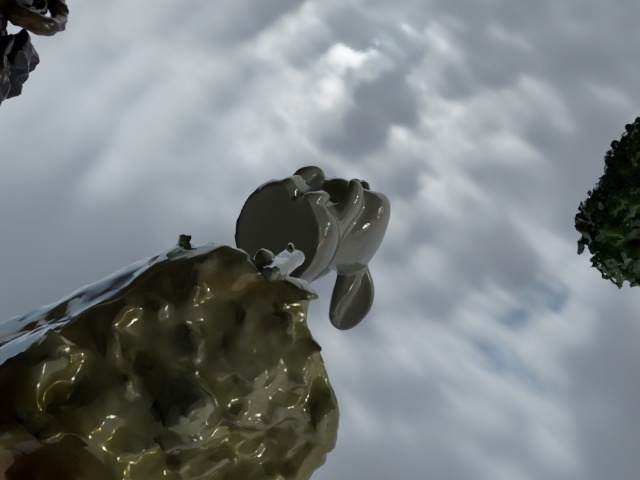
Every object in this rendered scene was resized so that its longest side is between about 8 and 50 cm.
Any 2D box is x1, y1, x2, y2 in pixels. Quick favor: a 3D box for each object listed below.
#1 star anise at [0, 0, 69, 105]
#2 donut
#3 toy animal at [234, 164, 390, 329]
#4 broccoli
[{"bbox_3d":[-0.273,-0.193,0.886,0.125,0.190,0.220,11,-101,13],"label":"star anise"},{"bbox_3d":[-0.161,0.149,0.483,0.307,0.150,0.371,-20,-164,28],"label":"donut"},{"bbox_3d":[-0.007,0.004,1.288,0.127,0.193,0.179,24,-84,28],"label":"toy animal"},{"bbox_3d":[0.297,0.002,0.804,0.194,0.220,0.194,-17,-144,13],"label":"broccoli"}]
